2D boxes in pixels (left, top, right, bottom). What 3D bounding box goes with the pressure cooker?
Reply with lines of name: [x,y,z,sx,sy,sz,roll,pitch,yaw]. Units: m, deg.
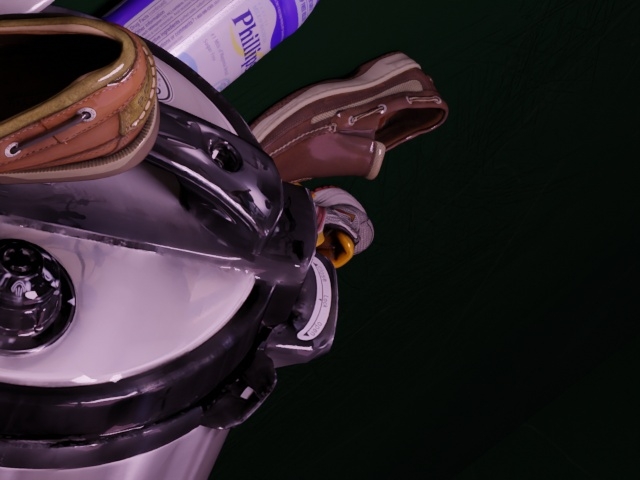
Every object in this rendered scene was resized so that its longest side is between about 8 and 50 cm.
pressure cooker: [-0.213,0.045,1.312,0.370,0.375,0.420,-26,154,-36]

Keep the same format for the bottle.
bottle: [-0.062,-0.197,1.540,0.283,0.092,0.118,-40,161,-13]

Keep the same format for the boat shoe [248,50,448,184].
boat shoe: [0.024,-0.102,1.883,0.257,0.095,0.095,-32,156,-32]

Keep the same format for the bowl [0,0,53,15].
bowl: [-0.217,-0.212,1.129,0.289,0.156,0.289,-38,159,-18]

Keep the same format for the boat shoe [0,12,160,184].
boat shoe: [-0.245,-0.076,1.083,0.307,0.111,0.104,-13,163,-4]

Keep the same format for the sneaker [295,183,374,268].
sneaker: [0.000,0.000,2.036,0.088,0.093,0.225,-51,159,15]
